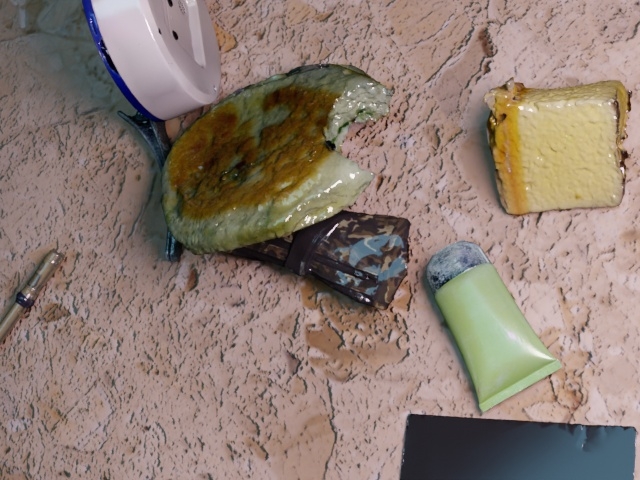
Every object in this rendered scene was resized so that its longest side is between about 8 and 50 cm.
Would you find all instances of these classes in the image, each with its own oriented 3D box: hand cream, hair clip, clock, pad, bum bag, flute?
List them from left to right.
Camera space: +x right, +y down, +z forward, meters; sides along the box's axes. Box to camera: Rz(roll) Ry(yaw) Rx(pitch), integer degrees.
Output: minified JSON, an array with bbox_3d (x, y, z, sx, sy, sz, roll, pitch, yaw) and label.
[{"bbox_3d":[-0.397,0.108,1.598,0.027,0.027,0.233,32,86,32],"label":"flute"},{"bbox_3d":[-0.201,-0.263,1.537,0.083,0.230,0.230,-20,62,17],"label":"clock"},{"bbox_3d":[-0.197,-0.080,1.574,0.070,0.039,0.229,-24,62,13],"label":"hair clip"},{"bbox_3d":[0.000,-0.001,1.430,0.248,0.069,0.102,18,94,32],"label":"bum bag"},{"bbox_3d":[0.171,0.082,1.331,0.095,0.046,0.175,-31,66,10],"label":"hand cream"},{"bbox_3d":[0.190,0.258,1.271,0.243,0.004,0.163,0,70,26],"label":"pad"}]

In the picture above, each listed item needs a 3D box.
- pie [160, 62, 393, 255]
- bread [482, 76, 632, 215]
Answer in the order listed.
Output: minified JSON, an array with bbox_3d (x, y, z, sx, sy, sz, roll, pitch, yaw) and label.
[{"bbox_3d":[-0.059,-0.095,1.459,0.303,0.067,0.302,-22,41,21],"label":"pie"},{"bbox_3d":[0.255,-0.104,1.357,0.147,0.127,0.152,1,103,24],"label":"bread"}]
